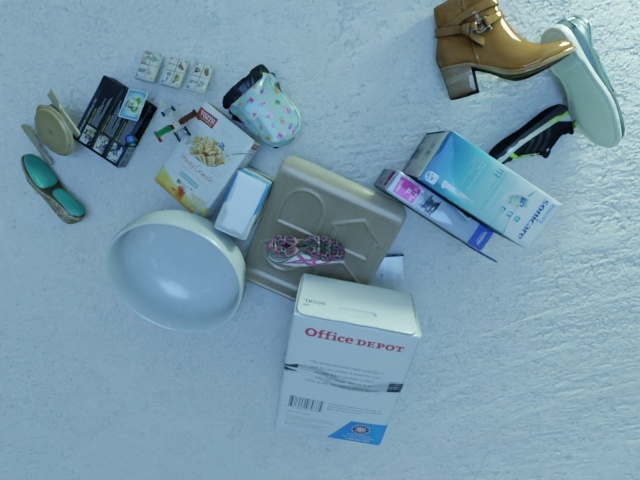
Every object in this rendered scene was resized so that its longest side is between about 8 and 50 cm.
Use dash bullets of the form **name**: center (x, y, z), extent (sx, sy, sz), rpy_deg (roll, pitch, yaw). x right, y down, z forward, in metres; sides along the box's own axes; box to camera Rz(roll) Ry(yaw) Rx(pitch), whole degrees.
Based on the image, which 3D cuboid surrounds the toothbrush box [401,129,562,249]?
- **toothbrush box**: center (0.359, -0.125, 0.976), extent (0.295, 0.216, 0.126), rpy_deg (33, 101, -5)

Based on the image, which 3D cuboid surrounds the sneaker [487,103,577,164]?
- **sneaker**: center (0.520, -0.232, 1.017), extent (0.234, 0.084, 0.097), rpy_deg (-36, 101, 8)

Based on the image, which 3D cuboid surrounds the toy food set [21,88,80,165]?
- **toy food set**: center (-0.647, -0.274, 1.022), extent (0.191, 0.038, 0.133), rpy_deg (-20, 106, 35)

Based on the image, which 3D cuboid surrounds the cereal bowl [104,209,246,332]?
- **cereal bowl**: center (-0.339, 0.064, 1.040), extent (0.338, 0.141, 0.339), rpy_deg (5, 123, 7)

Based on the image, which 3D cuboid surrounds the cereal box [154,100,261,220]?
- **cereal box**: center (-0.281, -0.194, 1.031), extent (0.173, 0.047, 0.240), rpy_deg (39, 101, 12)

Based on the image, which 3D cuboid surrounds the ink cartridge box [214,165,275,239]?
- **ink cartridge box**: center (-0.176, -0.096, 1.000), extent (0.082, 0.191, 0.140), rpy_deg (24, 102, -6)

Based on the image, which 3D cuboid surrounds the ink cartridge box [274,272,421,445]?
- **ink cartridge box**: center (0.055, 0.304, 1.047), extent (0.285, 0.166, 0.395), rpy_deg (10, 120, -2)

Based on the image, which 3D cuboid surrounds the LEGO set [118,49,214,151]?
- **LEGO set**: center (-0.372, -0.322, 1.001), extent (0.182, 0.060, 0.245), rpy_deg (14, 77, 3)

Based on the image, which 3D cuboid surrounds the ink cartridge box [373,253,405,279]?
- **ink cartridge box**: center (0.166, 0.071, 1.115), extent (0.114, 0.029, 0.063), rpy_deg (-3, 103, 8)

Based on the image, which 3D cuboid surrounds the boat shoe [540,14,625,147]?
- **boat shoe**: center (0.635, -0.371, 0.971), extent (0.099, 0.116, 0.320), rpy_deg (-35, 98, -9)

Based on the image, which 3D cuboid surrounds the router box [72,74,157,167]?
- **router box**: center (-0.510, -0.292, 1.035), extent (0.133, 0.046, 0.179), rpy_deg (34, 100, -6)

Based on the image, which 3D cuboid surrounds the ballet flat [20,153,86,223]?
- **ballet flat**: center (-0.694, -0.123, 1.067), extent (0.067, 0.073, 0.206), rpy_deg (-34, 96, 31)

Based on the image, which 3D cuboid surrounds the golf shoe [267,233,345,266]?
- **golf shoe**: center (-0.034, 0.028, 1.005), extent (0.185, 0.086, 0.068), rpy_deg (5, 62, -6)

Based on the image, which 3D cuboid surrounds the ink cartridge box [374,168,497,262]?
- **ink cartridge box**: center (0.282, -0.067, 1.004), extent (0.311, 0.186, 0.065), rpy_deg (34, 99, -7)

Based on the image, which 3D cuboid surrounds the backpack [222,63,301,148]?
- **backpack**: center (-0.129, -0.304, 0.994), extent (0.152, 0.115, 0.182), rpy_deg (-40, 102, 6)

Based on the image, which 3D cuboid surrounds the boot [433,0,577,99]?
- **boot**: center (0.404, -0.467, 0.943), extent (0.283, 0.109, 0.220), rpy_deg (-10, 97, 28)

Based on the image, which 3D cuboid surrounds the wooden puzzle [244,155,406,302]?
- **wooden puzzle**: center (0.000, 0.000, 1.060), extent (0.321, 0.080, 0.348), rpy_deg (24, 111, -3)
